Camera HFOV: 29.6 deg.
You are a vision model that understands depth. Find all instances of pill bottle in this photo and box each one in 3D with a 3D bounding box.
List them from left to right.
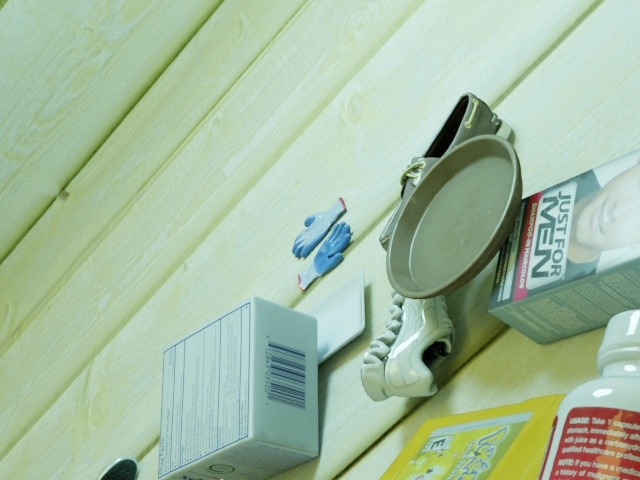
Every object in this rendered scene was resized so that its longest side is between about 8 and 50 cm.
[{"bbox_3d":[0.334,0.290,1.265,0.229,0.229,0.407,-12,52,55],"label":"pill bottle"}]

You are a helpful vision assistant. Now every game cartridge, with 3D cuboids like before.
[{"bbox_3d":[0.189,0.308,1.559,0.324,0.052,0.285,-24,15,49],"label":"game cartridge"}]

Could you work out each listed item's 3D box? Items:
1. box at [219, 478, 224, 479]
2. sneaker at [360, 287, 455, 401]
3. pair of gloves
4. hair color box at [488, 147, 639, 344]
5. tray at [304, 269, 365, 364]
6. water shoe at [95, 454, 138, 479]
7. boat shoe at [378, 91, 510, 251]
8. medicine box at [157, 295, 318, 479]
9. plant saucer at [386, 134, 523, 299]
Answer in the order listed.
[{"bbox_3d":[-0.114,0.509,1.902,0.122,0.128,0.257,-53,28,9],"label":"box"},{"bbox_3d":[0.162,0.127,1.892,0.118,0.110,0.292,0,51,30],"label":"sneaker"},{"bbox_3d":[0.000,0.000,2.367,0.159,0.023,0.198,-46,30,22],"label":"pair of gloves"},{"bbox_3d":[0.402,-0.006,1.592,0.374,0.113,0.185,-25,41,46],"label":"hair color box"},{"bbox_3d":[-0.004,0.176,2.178,0.270,0.030,0.145,-39,33,32],"label":"tray"},{"bbox_3d":[-0.455,0.523,2.526,0.203,0.073,0.080,-57,24,1],"label":"water shoe"},{"bbox_3d":[0.187,-0.107,1.992,0.324,0.097,0.116,-50,15,-21],"label":"boat shoe"},{"bbox_3d":[-0.147,0.279,2.127,0.289,0.149,0.263,-32,49,42],"label":"medicine box"},{"bbox_3d":[0.202,-0.030,1.797,0.278,0.041,0.278,-43,28,30],"label":"plant saucer"}]
